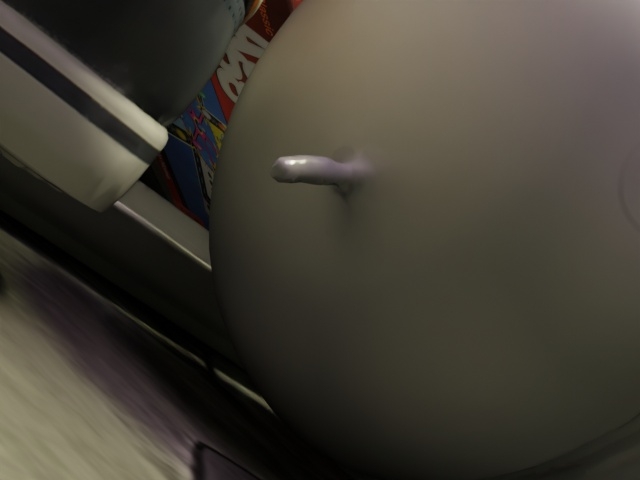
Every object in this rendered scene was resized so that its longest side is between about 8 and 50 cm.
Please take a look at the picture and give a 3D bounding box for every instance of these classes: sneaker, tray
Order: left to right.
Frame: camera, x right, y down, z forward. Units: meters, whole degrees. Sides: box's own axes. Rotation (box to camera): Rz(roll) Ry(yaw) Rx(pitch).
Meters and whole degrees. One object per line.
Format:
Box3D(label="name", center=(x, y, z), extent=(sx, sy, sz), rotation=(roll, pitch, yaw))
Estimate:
Box3D(label="sneaker", center=(-0.086, -0.110, 0.526), extent=(0.126, 0.127, 0.321), rotation=(37, 1, -29))
Box3D(label="tray", center=(-0.073, -0.003, 0.643), extent=(0.145, 0.030, 0.270), rotation=(38, 0, 44))

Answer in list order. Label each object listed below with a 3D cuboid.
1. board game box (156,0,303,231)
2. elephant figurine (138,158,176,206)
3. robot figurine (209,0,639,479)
Box3D(label="board game box", center=(-0.029, -0.046, 0.701), extent=(0.145, 0.027, 0.281), rotation=(33, -22, 30))
Box3D(label="elephant figurine", center=(-0.051, -0.069, 1.061), extent=(0.186, 0.169, 0.239), rotation=(28, 3, -32))
Box3D(label="robot figurine", center=(0.101, 0.024, 0.560), extent=(0.353, 0.200, 0.300), rotation=(43, 34, -38))
